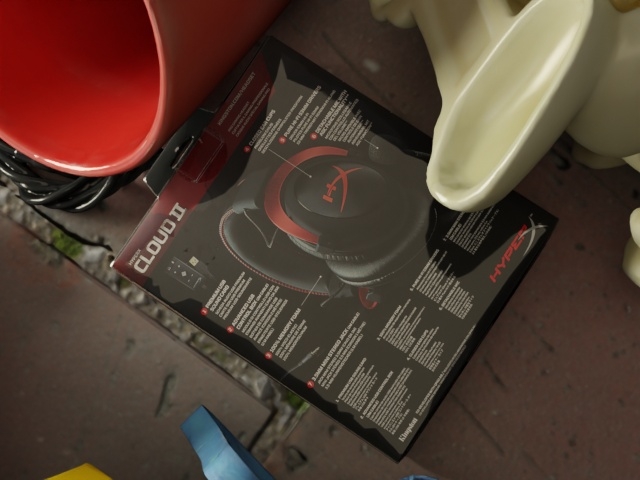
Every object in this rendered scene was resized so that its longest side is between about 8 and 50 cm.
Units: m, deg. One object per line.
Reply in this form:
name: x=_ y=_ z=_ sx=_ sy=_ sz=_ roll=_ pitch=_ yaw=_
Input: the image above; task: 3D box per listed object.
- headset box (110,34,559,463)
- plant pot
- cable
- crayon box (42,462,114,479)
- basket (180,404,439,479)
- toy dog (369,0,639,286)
headset box: x=0.000 y=0.000 z=1.061 sx=0.293 sy=0.110 sz=0.218 roll=33 pitch=86 yaw=8
plant pot: x=-0.139 y=-0.219 z=1.009 sx=0.275 sy=0.275 sz=0.243 roll=41 pitch=49 yaw=9
cable: x=-0.213 y=-0.116 z=1.134 sx=0.150 sy=0.047 sz=0.184 roll=-35 pitch=83 yaw=5
crayon box: x=-0.093 y=0.369 z=0.869 sx=0.313 sy=0.106 sz=0.363 roll=22 pitch=120 yaw=43
basket: x=0.014 y=0.238 z=0.965 sx=0.289 sy=0.255 sz=0.201 roll=44 pitch=86 yaw=-9
toy dog: x=0.294 y=-0.154 z=0.950 sx=0.408 sy=0.284 sz=0.395 roll=20 pitch=118 yaw=-29
